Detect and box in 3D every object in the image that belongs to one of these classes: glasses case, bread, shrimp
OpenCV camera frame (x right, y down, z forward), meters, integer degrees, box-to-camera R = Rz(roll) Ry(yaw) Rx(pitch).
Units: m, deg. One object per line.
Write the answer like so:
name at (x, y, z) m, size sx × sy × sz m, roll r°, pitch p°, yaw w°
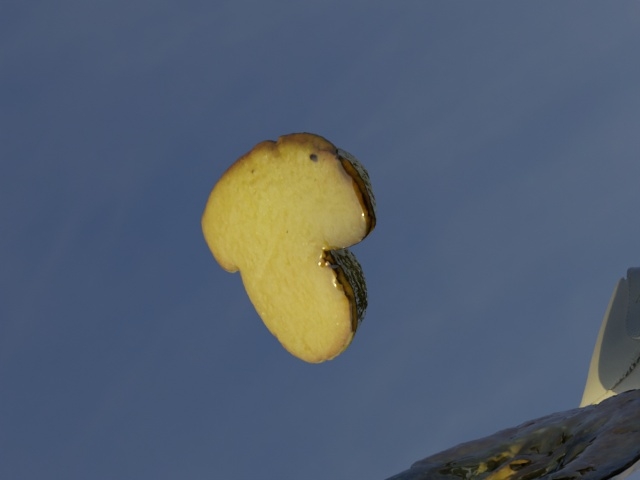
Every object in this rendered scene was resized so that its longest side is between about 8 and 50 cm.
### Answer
glasses case at (0.291, 0.068, 1.501) m, size 0.083 × 0.308 × 0.128 m, roll 43°, pitch -110°, yaw -10°
bread at (0.000, 0.000, 1.301) m, size 0.065 × 0.188 × 0.149 m, roll -24°, pitch -97°, yaw -37°
shrimp at (0.066, 0.216, 1.343) m, size 0.445 × 0.272 × 0.085 m, roll -25°, pitch -90°, yaw -11°
